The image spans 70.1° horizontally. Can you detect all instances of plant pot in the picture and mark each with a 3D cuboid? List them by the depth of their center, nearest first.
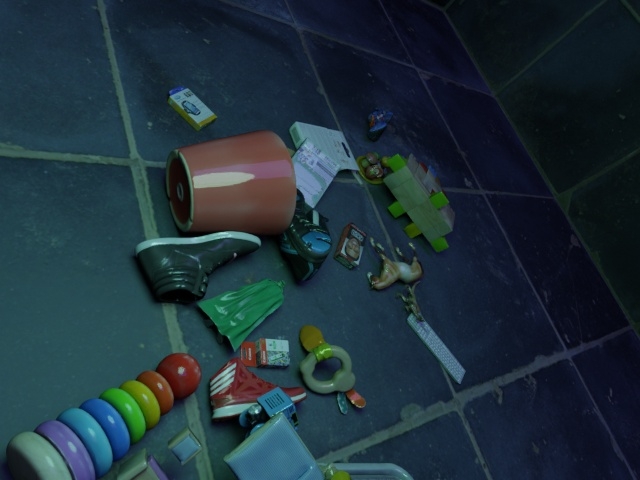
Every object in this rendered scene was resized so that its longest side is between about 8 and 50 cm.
[{"bbox_3d":[-0.230,-0.131,1.117,0.243,0.275,0.275,-11,68,-32],"label":"plant pot"}]

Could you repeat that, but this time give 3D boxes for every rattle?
[{"bbox_3d":[0.022,0.325,1.147,0.199,0.143,0.130,45,73,-26],"label":"rattle"}]

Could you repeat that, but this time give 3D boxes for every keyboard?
[{"bbox_3d":[0.365,0.330,1.434,0.256,0.014,0.072,51,43,2],"label":"keyboard"}]

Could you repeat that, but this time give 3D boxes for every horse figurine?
[{"bbox_3d":[0.253,0.082,1.482,0.263,0.066,0.174,8,51,-32],"label":"horse figurine"}]

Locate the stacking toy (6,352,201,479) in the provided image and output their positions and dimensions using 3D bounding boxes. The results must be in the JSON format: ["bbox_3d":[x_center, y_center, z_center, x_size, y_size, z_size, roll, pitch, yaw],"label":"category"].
[{"bbox_3d":[-0.343,0.309,0.802,0.141,0.141,0.330,54,37,5],"label":"stacking toy"}]

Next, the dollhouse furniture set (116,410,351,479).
[{"bbox_3d":[-0.111,0.409,0.737,0.303,0.198,0.286,-33,100,-20],"label":"dollhouse furniture set"}]

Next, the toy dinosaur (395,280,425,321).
[{"bbox_3d":[0.289,0.187,1.460,0.092,0.053,0.183,40,32,-27],"label":"toy dinosaur"}]

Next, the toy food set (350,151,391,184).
[{"bbox_3d":[0.203,-0.278,1.689,0.218,0.071,0.128,-14,71,-44],"label":"toy food set"}]

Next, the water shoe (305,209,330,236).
[{"bbox_3d":[0.000,0.000,1.327,0.080,0.073,0.203,20,51,-31],"label":"water shoe"}]

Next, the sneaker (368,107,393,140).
[{"bbox_3d":[0.226,-0.475,1.855,0.087,0.083,0.221,31,39,0],"label":"sneaker"}]

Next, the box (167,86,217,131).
[{"bbox_3d":[-0.377,-0.386,1.325,0.136,0.028,0.081,43,43,-3],"label":"box"}]

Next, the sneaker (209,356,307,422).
[{"bbox_3d":[-0.135,0.308,0.991,0.221,0.087,0.128,4,60,-39],"label":"sneaker"}]

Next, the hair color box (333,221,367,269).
[{"bbox_3d":[0.094,0.016,1.414,0.072,0.043,0.141,36,45,-15],"label":"hair color box"}]

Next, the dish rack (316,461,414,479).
[{"bbox_3d":[0.107,0.593,0.928,0.333,0.072,0.285,16,18,-30],"label":"dish rack"}]

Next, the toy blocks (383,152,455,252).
[{"bbox_3d":[0.377,-0.181,1.688,0.381,0.191,0.261,51,32,-12],"label":"toy blocks"}]

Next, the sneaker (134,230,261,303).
[{"bbox_3d":[-0.261,0.066,1.051,0.296,0.104,0.147,-7,67,-35],"label":"sneaker"}]

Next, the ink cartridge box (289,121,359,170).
[{"bbox_3d":[0.015,-0.310,1.579,0.225,0.056,0.181,0,61,-45],"label":"ink cartridge box"}]

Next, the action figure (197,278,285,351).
[{"bbox_3d":[-0.164,0.154,1.090,0.232,0.063,0.137,-31,81,-43],"label":"action figure"}]

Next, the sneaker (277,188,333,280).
[{"bbox_3d":[-0.092,-0.038,1.254,0.125,0.139,0.341,-1,43,-30],"label":"sneaker"}]

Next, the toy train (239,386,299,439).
[{"bbox_3d":[-0.093,0.390,0.914,0.105,0.080,0.184,-22,117,-25],"label":"toy train"}]

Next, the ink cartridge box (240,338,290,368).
[{"bbox_3d":[-0.128,0.264,1.067,0.115,0.029,0.063,13,54,-33],"label":"ink cartridge box"}]

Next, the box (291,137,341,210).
[{"bbox_3d":[-0.038,-0.207,1.422,0.145,0.038,0.186,37,64,-12],"label":"box"}]

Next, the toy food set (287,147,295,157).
[{"bbox_3d":[-0.099,-0.262,1.468,0.083,0.020,0.082,48,43,-2],"label":"toy food set"}]
